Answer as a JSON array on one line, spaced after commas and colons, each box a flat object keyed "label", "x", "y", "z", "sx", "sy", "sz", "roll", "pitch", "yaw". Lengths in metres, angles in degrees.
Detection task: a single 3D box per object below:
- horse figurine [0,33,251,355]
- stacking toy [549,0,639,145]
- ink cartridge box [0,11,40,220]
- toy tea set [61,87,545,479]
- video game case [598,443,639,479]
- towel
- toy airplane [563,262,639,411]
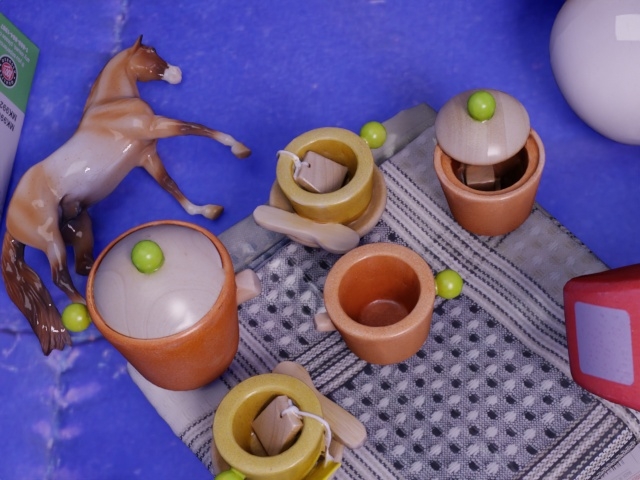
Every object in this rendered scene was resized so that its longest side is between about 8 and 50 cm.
[{"label": "horse figurine", "x": -0.178, "y": -0.038, "z": 1.023, "sx": 0.174, "sy": 0.066, "sz": 0.263, "roll": 36, "pitch": 82, "yaw": 21}, {"label": "stacking toy", "x": 0.190, "y": -0.302, "z": 0.913, "sx": 0.350, "sy": 0.350, "sz": 0.480, "roll": -13, "pitch": 85, "yaw": 14}, {"label": "ink cartridge box", "x": -0.354, "y": -0.072, "z": 1.018, "sx": 0.121, "sy": 0.211, "sz": 0.289, "roll": 2, "pitch": 72, "yaw": 18}, {"label": "toy tea set", "x": 0.000, "y": 0.000, "z": 0.814, "sx": 0.200, "sy": 0.124, "sz": 0.336, "roll": 33, "pitch": 67, "yaw": 27}, {"label": "video game case", "x": 0.261, "y": 0.187, "z": 0.803, "sx": 0.227, "sy": 0.026, "sz": 0.206, "roll": -34, "pitch": 63, "yaw": 3}, {"label": "towel", "x": 0.051, "y": 0.069, "z": 0.858, "sx": 0.312, "sy": 0.056, "sz": 0.324, "roll": -38, "pitch": 57, "yaw": -12}, {"label": "toy airplane", "x": 0.332, "y": 0.053, "z": 0.601, "sx": 0.386, "sy": 0.272, "sz": 0.384, "roll": 49, "pitch": 121, "yaw": 22}]
